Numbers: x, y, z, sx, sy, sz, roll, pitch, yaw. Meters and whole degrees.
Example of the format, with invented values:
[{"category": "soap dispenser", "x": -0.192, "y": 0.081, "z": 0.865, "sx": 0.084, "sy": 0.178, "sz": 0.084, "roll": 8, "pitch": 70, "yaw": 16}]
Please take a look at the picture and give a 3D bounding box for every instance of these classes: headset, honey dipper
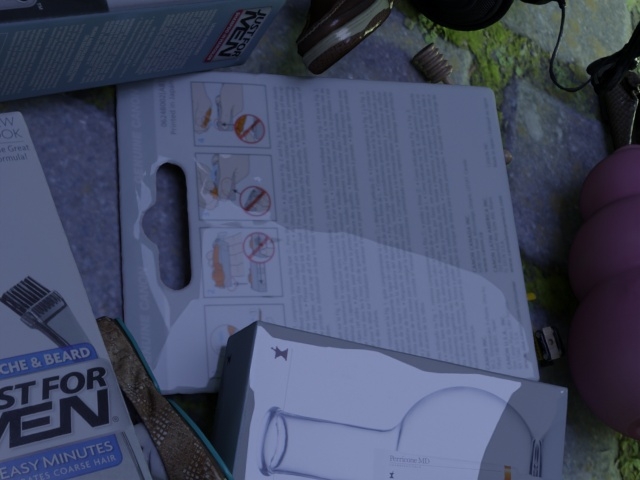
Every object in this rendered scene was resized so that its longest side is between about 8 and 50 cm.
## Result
[{"category": "headset", "x": 0.220, "y": -0.334, "z": 1.243, "sx": 0.243, "sy": 0.185, "sz": 0.394, "roll": -27, "pitch": 77, "yaw": -38}, {"category": "honey dipper", "x": 0.162, "y": -0.148, "z": 1.232, "sx": 0.160, "sy": 0.030, "sz": 0.030, "roll": 51, "pitch": 52, "yaw": -13}]

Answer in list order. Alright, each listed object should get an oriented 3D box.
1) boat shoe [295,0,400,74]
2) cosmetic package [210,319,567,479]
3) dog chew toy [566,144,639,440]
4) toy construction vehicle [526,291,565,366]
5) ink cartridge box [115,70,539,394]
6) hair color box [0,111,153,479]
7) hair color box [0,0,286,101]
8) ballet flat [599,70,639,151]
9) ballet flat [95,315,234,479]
[{"category": "boat shoe", "x": 0.017, "y": -0.245, "z": 1.106, "sx": 0.095, "sy": 0.095, "sz": 0.257, "roll": 49, "pitch": 28, "yaw": -10}, {"category": "cosmetic package", "x": 0.041, "y": 0.278, "z": 0.877, "sx": 0.285, "sy": 0.097, "sz": 0.377, "roll": 13, "pitch": 72, "yaw": -15}, {"category": "dog chew toy", "x": 0.359, "y": 0.043, "z": 1.191, "sx": 0.207, "sy": 0.207, "sz": 0.331, "roll": 17, "pitch": 56, "yaw": -29}, {"category": "toy construction vehicle", "x": 0.206, "y": 0.107, "z": 1.161, "sx": 0.086, "sy": 0.035, "sz": 0.098, "roll": -13, "pitch": 77, "yaw": -26}, {"category": "ink cartridge box", "x": 0.000, "y": 0.000, "z": 1.048, "sx": 0.385, "sy": 0.091, "sz": 0.308, "roll": 0, "pitch": 72, "yaw": -17}, {"category": "hair color box", "x": -0.249, "y": 0.084, "z": 0.743, "sx": 0.185, "sy": 0.110, "sz": 0.338, "roll": -11, "pitch": 62, "yaw": -30}, {"category": "hair color box", "x": -0.231, "y": -0.225, "z": 0.912, "sx": 0.375, "sy": 0.113, "sz": 0.185, "roll": -16, "pitch": 70, "yaw": -38}, {"category": "ballet flat", "x": 0.398, "y": -0.094, "z": 1.353, "sx": 0.084, "sy": 0.058, "sz": 0.249, "roll": 7, "pitch": 68, "yaw": -34}, {"category": "ballet flat", "x": -0.140, "y": 0.139, "z": 0.840, "sx": 0.067, "sy": 0.073, "sz": 0.206, "roll": -25, "pitch": 45, "yaw": -24}]
